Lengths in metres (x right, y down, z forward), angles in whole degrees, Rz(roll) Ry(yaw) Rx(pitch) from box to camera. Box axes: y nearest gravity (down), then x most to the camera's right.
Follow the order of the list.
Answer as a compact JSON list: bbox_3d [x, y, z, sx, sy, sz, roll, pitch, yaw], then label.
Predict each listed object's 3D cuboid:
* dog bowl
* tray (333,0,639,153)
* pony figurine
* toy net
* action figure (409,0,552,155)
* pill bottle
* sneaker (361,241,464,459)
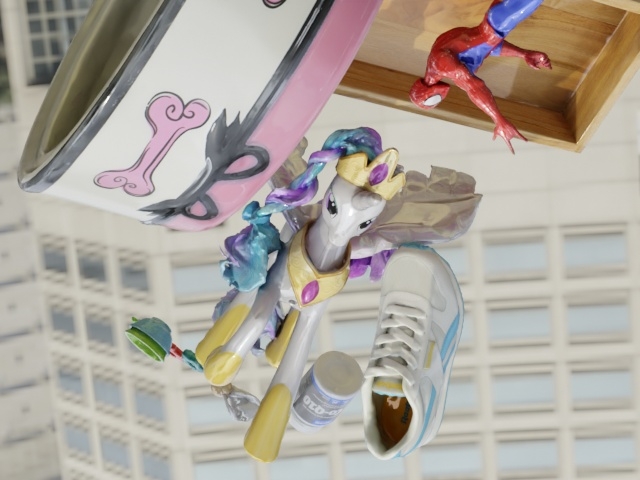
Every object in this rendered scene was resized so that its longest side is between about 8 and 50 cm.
[{"bbox_3d":[-0.080,-0.186,1.218,0.150,0.408,0.408,31,-178,-18],"label":"dog bowl"},{"bbox_3d":[0.147,-0.229,1.598,0.410,0.203,0.076,11,-141,-25],"label":"tray"},{"bbox_3d":[0.000,0.000,1.590,0.302,0.363,0.351,26,-155,-7],"label":"pony figurine"},{"bbox_3d":[-0.169,0.184,2.049,0.045,0.232,0.122,-52,-173,-18],"label":"toy net"},{"bbox_3d":[0.212,-0.202,1.473,0.280,0.139,0.091,-40,-168,25],"label":"action figure"},{"bbox_3d":[0.003,0.226,2.218,0.078,0.078,0.137,-13,154,-32],"label":"pill bottle"},{"bbox_3d":[0.091,0.116,1.555,0.087,0.229,0.092,8,-166,24],"label":"sneaker"}]
